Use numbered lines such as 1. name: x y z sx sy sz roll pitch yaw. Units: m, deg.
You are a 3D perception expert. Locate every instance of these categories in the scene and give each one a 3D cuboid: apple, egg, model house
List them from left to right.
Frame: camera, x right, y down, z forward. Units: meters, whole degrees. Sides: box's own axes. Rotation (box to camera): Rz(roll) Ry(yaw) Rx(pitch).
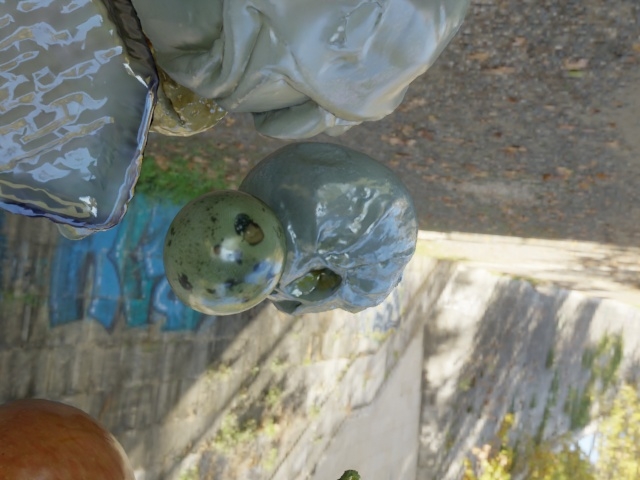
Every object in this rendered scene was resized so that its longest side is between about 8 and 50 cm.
1. model house: -0.264 -0.102 0.478 0.298 0.284 0.243 -28 -143 -3
2. apple: -0.305 0.267 0.667 0.271 0.207 0.251 -25 178 18
3. egg: -0.144 0.024 1.081 0.176 0.177 0.228 8 152 -24

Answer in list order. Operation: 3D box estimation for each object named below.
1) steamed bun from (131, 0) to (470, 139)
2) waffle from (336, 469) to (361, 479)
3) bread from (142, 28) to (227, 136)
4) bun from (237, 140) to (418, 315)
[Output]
1. steamed bun: -0.030 -0.214 0.752 0.309 0.220 0.324 32 -141 33
2. waffle: -0.045 0.433 0.900 0.317 0.297 0.073 -30 121 18
3. bread: -0.220 -0.278 1.115 0.244 0.245 0.134 4 162 35
4. bun: -0.003 -0.004 1.270 0.354 0.194 0.355 6 133 6
